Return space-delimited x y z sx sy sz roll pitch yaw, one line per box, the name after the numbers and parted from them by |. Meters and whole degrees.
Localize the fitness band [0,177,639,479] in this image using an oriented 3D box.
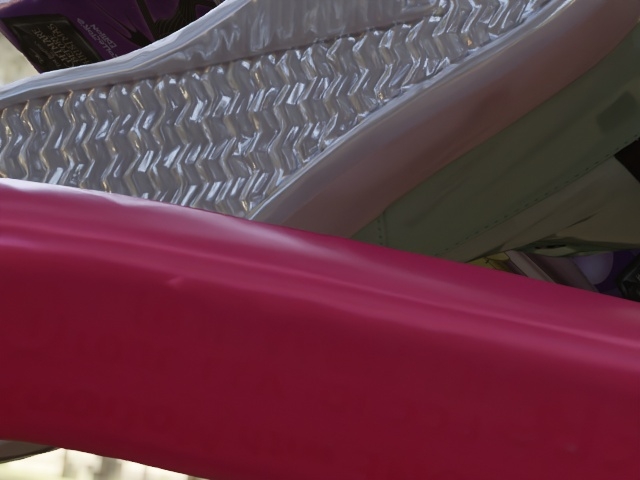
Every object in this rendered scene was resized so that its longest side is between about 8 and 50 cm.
0.000 0.054 0.256 0.291 0.054 0.209 13 18 7 | fitness band

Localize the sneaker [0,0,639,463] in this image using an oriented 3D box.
0.001 0.000 0.514 0.256 0.094 0.151 -29 -28 21 | sneaker

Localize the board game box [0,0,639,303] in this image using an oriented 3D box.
0.043 0.011 0.766 0.347 0.056 0.208 49 -26 -23 | board game box
